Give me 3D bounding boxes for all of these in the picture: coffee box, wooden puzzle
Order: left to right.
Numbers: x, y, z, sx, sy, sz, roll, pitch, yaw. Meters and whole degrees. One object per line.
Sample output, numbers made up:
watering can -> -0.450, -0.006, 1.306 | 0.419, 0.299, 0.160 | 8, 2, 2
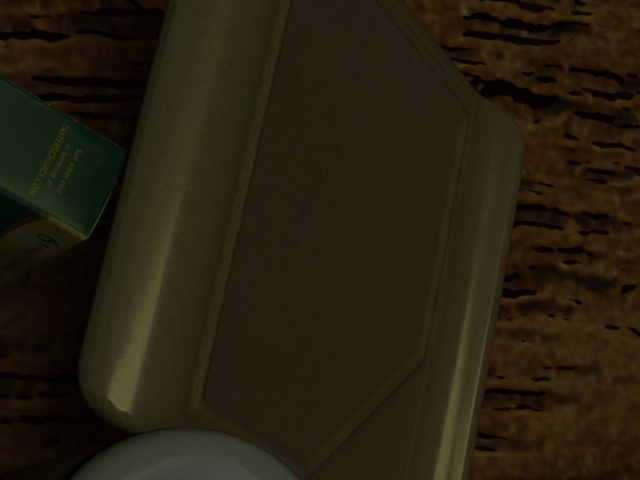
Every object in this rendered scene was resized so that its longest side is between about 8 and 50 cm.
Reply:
coffee box -> -0.169, -0.047, 0.628 | 0.184, 0.113, 0.040 | 31, 64, -21
wooden puzzle -> 0.000, 0.000, 0.709 | 0.238, 0.044, 0.221 | 37, 59, -51

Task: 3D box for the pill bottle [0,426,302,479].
pill bottle -> -0.076, 0.121, 0.596 | 0.103, 0.184, 0.103 | 7, 75, -28
